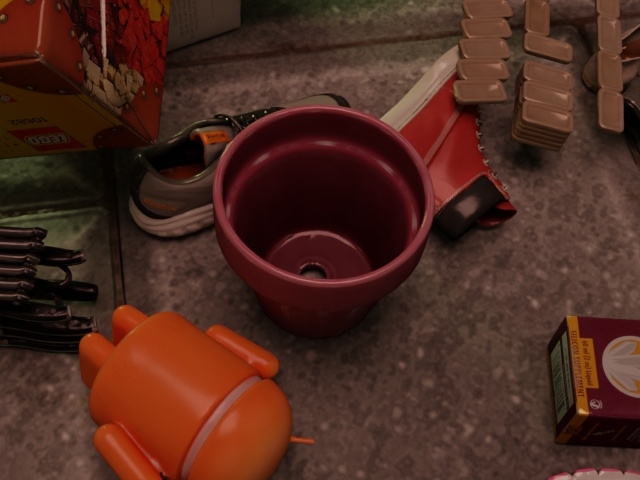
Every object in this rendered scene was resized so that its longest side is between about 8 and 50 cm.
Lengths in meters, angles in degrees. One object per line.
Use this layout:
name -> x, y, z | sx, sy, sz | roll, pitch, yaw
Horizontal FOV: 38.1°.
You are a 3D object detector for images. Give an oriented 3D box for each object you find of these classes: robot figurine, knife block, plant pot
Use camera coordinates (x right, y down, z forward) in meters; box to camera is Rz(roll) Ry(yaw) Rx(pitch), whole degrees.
robot figurine -> -0.119, 0.151, 0.834 | 0.219, 0.158, 0.128 | 32, 103, 16
knife block -> -0.359, 0.060, 0.915 | 0.275, 0.242, 0.088 | -23, 48, 37
plant pot -> 0.000, 0.000, 0.900 | 0.201, 0.180, 0.201 | 1, 58, -2

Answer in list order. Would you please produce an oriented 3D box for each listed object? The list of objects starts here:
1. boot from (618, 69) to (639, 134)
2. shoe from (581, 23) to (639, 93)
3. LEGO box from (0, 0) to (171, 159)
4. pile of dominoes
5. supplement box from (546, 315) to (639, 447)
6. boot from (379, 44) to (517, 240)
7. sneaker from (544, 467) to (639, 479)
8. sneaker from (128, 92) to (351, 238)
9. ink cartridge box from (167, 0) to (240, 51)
boot -> 0.468, -0.152, 1.085 | 0.246, 0.083, 0.161 | 27, 81, -4
shoe -> 0.425, -0.239, 1.138 | 0.219, 0.058, 0.076 | -22, 63, -16
LEGO box -> -0.408, -0.276, 0.906 | 0.500, 0.193, 0.372 | -2, 73, 17
pile of dominoes -> 0.249, -0.220, 1.072 | 0.196, 0.040, 0.251 | 13, 58, -5
supplement box -> 0.323, 0.139, 0.891 | 0.188, 0.081, 0.104 | 3, 58, -1
boot -> 0.169, -0.112, 1.043 | 0.176, 0.088, 0.244 | 37, 60, 7
sneaker -> 0.182, 0.278, 0.797 | 0.252, 0.103, 0.111 | -20, 66, -7
sneaker -> -0.079, -0.095, 0.998 | 0.271, 0.108, 0.100 | -27, 62, -19
ink cartridge box -> -0.274, -0.324, 1.111 | 0.306, 0.131, 0.226 | -21, 64, -17
